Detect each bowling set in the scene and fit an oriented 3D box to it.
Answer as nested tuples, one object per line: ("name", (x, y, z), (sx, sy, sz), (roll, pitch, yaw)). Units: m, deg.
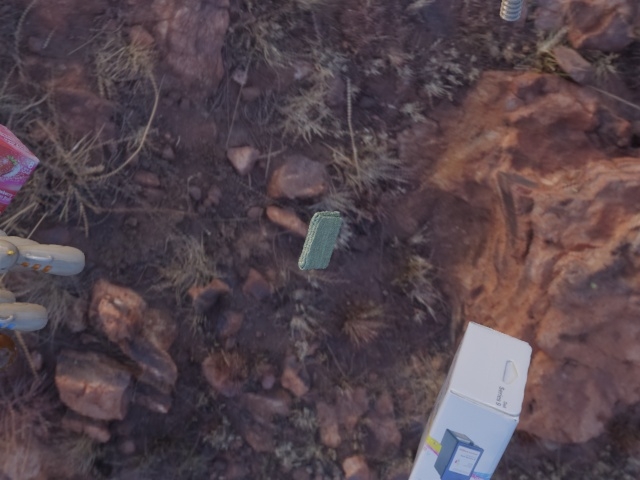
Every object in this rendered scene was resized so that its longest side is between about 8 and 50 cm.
("bowling set", (-0.453, 0.078, 0.959), (0.154, 0.287, 0.199), (10, 86, -49))

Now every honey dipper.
("honey dipper", (0.269, -0.371, 0.987), (0.031, 0.030, 0.160), (-11, 146, -4))

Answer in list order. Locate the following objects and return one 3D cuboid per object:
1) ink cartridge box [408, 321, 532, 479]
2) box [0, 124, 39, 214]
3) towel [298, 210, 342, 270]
("ink cartridge box", (0.190, 0.237, 0.947), (0.093, 0.154, 0.212), (22, 124, 9))
("box", (-0.566, -0.139, 1.063), (0.128, 0.123, 0.257), (-52, 150, 4))
("towel", (0.000, 0.000, 1.752), (0.110, 0.027, 0.148), (0, 109, -54))
